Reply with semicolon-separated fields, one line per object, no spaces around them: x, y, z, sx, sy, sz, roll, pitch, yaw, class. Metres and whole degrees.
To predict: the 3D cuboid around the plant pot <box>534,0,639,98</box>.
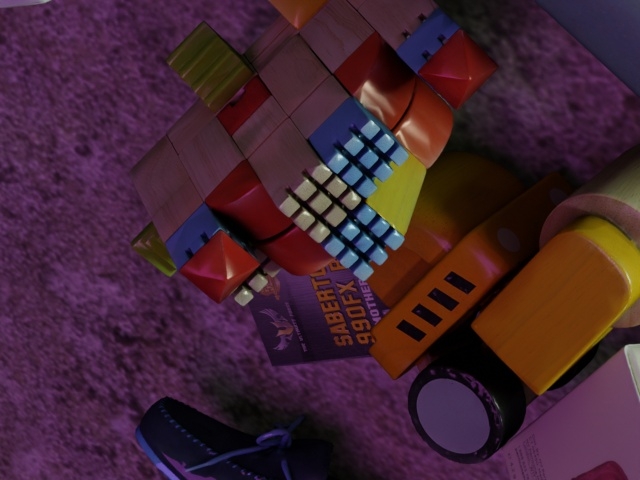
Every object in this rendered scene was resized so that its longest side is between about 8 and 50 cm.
0.234;-0.282;1.289;0.334;0.341;0.341;46;129;-7;plant pot

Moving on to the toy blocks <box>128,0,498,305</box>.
0.001;-0.077;1.482;0.381;0.261;0.191;-45;121;7;toy blocks

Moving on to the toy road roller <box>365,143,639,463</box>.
0.158;0.007;1.553;0.240;0.202;0.329;48;131;7;toy road roller

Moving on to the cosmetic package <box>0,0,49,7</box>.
-0.184;-0.373;1.444;0.097;0.377;0.284;-1;113;31;cosmetic package

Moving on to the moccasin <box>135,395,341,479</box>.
-0.019;0.243;1.847;0.342;0.138;0.117;32;107;-8;moccasin

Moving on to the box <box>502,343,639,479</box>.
0.277;0.182;1.535;0.232;0.149;0.127;128;133;-56;box

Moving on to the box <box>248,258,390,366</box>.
0.000;0.000;1.737;0.183;0.056;0.231;-8;110;34;box
